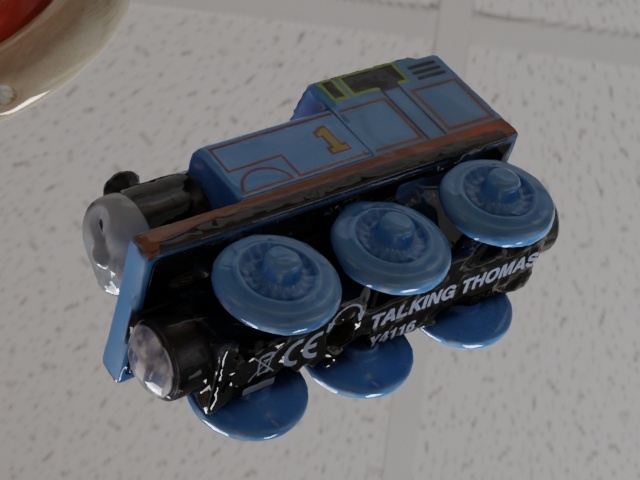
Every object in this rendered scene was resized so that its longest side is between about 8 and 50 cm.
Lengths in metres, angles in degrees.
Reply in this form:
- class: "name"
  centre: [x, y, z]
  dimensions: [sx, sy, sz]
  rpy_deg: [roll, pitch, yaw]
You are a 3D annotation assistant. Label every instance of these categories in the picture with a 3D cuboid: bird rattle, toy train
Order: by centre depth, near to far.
- class: "toy train"
  centre: [0.000, 0.000, 0.590]
  dimensions: [0.105, 0.184, 0.080]
  rpy_deg: [47, -40, 31]
- class: "bird rattle"
  centre: [-0.175, -0.132, 0.944]
  dimensions: [0.254, 0.207, 0.143]
  rpy_deg: [-19, -50, -1]
